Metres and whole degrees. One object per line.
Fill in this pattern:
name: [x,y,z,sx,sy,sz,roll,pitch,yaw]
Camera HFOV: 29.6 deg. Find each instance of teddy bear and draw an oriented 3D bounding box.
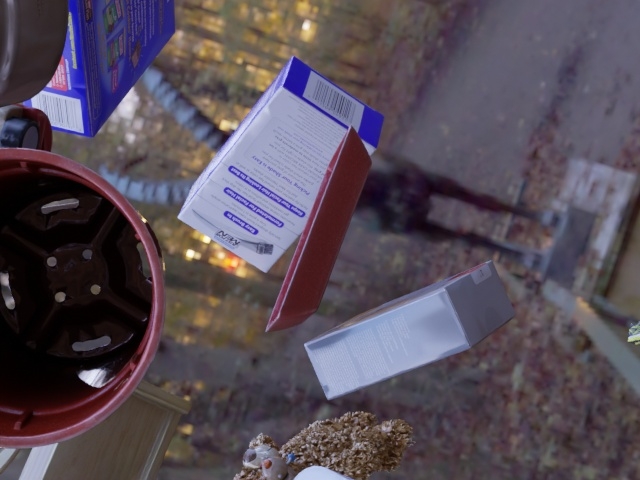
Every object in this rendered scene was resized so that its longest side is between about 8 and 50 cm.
teddy bear: [-0.008,0.340,1.918,0.245,0.338,0.113,27,127,61]

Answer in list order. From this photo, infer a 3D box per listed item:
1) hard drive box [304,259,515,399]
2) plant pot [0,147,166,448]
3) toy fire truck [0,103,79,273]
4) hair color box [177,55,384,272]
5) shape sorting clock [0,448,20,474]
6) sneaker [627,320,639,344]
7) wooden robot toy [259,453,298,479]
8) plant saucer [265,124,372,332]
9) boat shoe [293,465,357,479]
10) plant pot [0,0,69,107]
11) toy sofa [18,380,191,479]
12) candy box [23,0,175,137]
hard drive box: [0.125,0.123,1.665,0.232,0.089,0.181,-24,-1,29]
plant pot: [-0.273,0.046,1.215,0.265,0.273,0.272,-78,6,-87]
toy fire truck: [-0.390,-0.072,1.602,0.246,0.159,0.217,-33,-45,-77]
hair color box: [-0.068,-0.118,1.994,0.339,0.185,0.110,-48,17,35]
shape sorting clock: [-0.421,0.247,1.444,0.040,0.206,0.206,60,-154,-30]
sneaker: [0.508,0.135,1.873,0.083,0.031,0.035,-23,60,43]
wooden robot toy: [-0.061,0.344,1.712,0.076,0.079,0.173,-39,37,-2]
plant saucer: [0.000,0.000,1.592,0.258,0.048,0.259,125,166,-80]
boat shoe: [0.078,0.323,1.297,0.301,0.102,0.108,7,74,57]
plant pot: [-0.447,-0.246,1.150,0.280,0.323,0.323,-29,-30,-42]
toy sofa: [-0.329,0.356,1.666,0.177,0.150,0.362,-19,47,62]
candy box: [-0.326,-0.351,1.788,0.317,0.122,0.268,-62,-18,-47]
